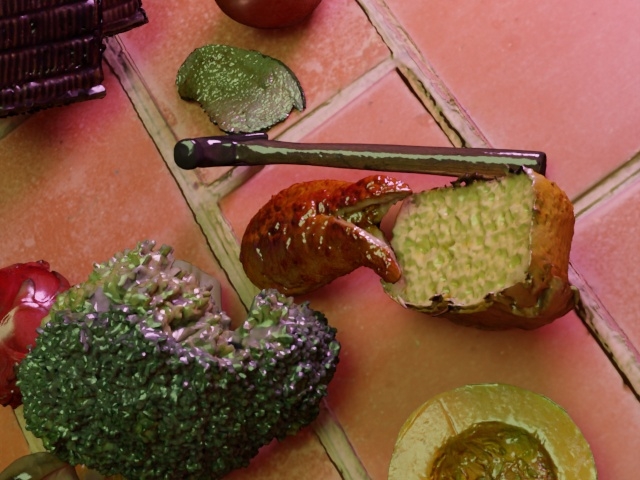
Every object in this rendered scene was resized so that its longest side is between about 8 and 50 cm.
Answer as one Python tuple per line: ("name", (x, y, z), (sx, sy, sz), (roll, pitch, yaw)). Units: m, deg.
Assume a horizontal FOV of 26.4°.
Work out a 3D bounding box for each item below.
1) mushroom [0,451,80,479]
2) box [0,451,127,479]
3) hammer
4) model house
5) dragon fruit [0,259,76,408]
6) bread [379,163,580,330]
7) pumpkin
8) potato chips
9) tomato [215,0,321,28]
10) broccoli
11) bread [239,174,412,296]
("mushroom", (-0.251, 0.383, 1.562), (0.159, 0.122, 0.328), (-28, 69, -25))
("box", (-0.293, 0.321, 1.674), (0.269, 0.043, 0.152), (-23, 61, 15))
("hammer", (0.051, -0.097, 1.649), (0.440, 0.168, 0.044), (5, 98, 19))
("model house", (-0.382, -0.297, 1.924), (0.317, 0.297, 0.282), (-17, 65, -25))
("dragon fruit", (-0.377, 0.122, 1.733), (0.172, 0.172, 0.209), (-21, 64, 16))
("bread", (0.193, 0.021, 1.503), (0.261, 0.147, 0.160), (-17, 59, 57))
("pumpkin", (0.185, 0.269, 1.437), (0.218, 0.110, 0.217), (-6, 60, 11))
("potato chips", (-0.112, -0.199, 1.831), (0.209, 0.026, 0.142), (0, 65, 24))
("tomato", (-0.061, -0.356, 1.804), (0.167, 0.167, 0.167), (-10, 64, 22))
("broccoli", (-0.166, 0.114, 1.567), (0.375, 0.249, 0.301), (-7, 57, 6))
("bread", (-0.002, -0.008, 1.611), (0.269, 0.095, 0.139), (-13, 70, 52))
